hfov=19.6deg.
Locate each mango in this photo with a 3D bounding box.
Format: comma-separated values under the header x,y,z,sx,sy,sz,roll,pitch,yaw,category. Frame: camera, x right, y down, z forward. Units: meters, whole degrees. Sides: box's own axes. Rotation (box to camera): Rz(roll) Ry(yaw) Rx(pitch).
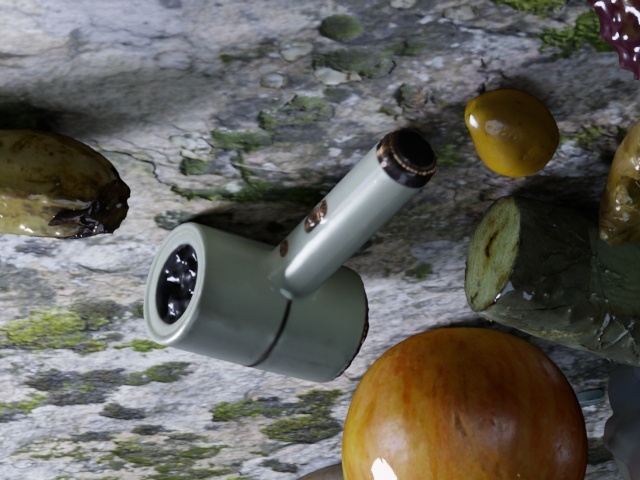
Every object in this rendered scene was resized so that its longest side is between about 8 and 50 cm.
x,y,z,sx,sy,sz,roll,pitch,yaw,category
0.170,-0.100,1.673,0.080,0.060,0.114,-25,141,28,mango

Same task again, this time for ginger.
x,y,z,sx,sy,sz,roll,pitch,yaw,category
0.306,-0.060,1.736,0.115,0.081,0.205,-15,151,-4,ginger

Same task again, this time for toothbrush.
x,y,z,sx,sy,sz,roll,pitch,yaw,category
0.240,0.207,2.271,0.220,0.016,0.019,-11,158,11,toothbrush

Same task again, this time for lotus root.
x,y,z,sx,sy,sz,roll,pitch,yaw,category
-0.296,-0.054,1.670,0.258,0.097,0.110,3,144,4,lotus root

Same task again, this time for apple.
x,y,z,sx,sy,sz,roll,pitch,yaw,category
0.160,0.228,2.079,0.286,0.233,0.286,-1,154,0,apple

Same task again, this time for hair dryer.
x,y,z,sx,sy,sz,roll,pitch,yaw,category
0.000,0.000,1.792,0.203,0.128,0.362,17,137,-30,hair dryer

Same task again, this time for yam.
x,y,z,sx,sy,sz,roll,pitch,yaw,category
0.257,0.039,1.842,0.254,0.154,0.154,14,146,-28,yam

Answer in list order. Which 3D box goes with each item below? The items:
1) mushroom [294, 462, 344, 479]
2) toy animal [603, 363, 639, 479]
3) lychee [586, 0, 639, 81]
x,y,z,sx,sy,sz,roll,pitch,yaw,category
0.054,0.441,2.383,0.293,0.290,0.292,-1,146,-1,mushroom
0.452,0.220,2.142,0.241,0.196,0.367,8,146,-23,toy animal
0.318,-0.198,1.357,0.271,0.271,0.271,-3,151,-2,lychee
